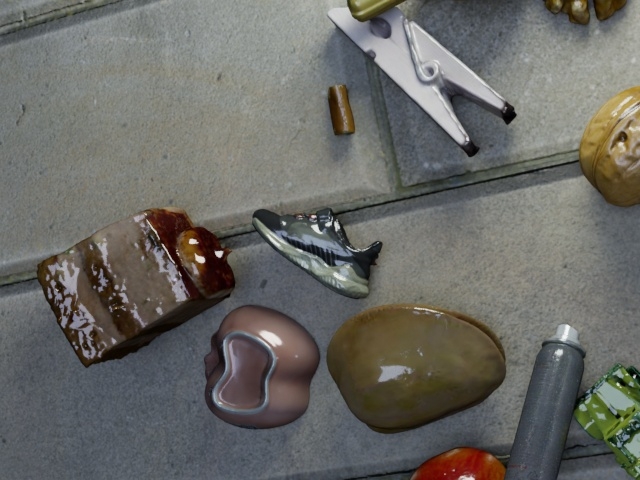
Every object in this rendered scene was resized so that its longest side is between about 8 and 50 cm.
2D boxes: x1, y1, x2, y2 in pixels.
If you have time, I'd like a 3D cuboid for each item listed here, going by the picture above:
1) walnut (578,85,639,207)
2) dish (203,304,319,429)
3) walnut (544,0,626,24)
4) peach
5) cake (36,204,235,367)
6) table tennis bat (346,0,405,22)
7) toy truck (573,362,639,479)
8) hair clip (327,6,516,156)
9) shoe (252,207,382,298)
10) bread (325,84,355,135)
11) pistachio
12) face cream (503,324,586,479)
[{"bbox_3d":[0.455,-0.142,1.537,0.144,0.144,0.180,41,109,13],"label":"walnut"},{"bbox_3d":[-0.114,0.214,1.726,0.213,0.090,0.213,0,91,16],"label":"dish"},{"bbox_3d":[0.394,-0.413,1.589,0.143,0.069,0.170,-9,89,17],"label":"walnut"},{"bbox_3d":[0.206,0.407,1.577,0.197,0.197,0.197,0,90,17],"label":"peach"},{"bbox_3d":[-0.282,0.053,1.721,0.293,0.196,0.199,-30,80,15],"label":"cake"},{"bbox_3d":[0.190,-0.414,1.606,0.320,0.050,0.198,-23,51,3],"label":"table tennis bat"},{"bbox_3d":[0.482,0.300,1.517,0.128,0.135,0.259,-46,66,13],"label":"toy truck"},{"bbox_3d":[0.152,-0.272,1.653,0.331,0.085,0.101,45,100,18],"label":"hair clip"},{"bbox_3d":[0.000,0.000,1.697,0.227,0.099,0.112,36,93,10],"label":"shoe"},{"bbox_3d":[0.034,-0.211,1.709,0.036,0.047,0.083,-11,88,-14],"label":"bread"},{"bbox_3d":[0.145,0.185,1.615,0.260,0.163,0.213,-23,117,13],"label":"pistachio"},{"bbox_3d":[0.332,0.256,1.553,0.073,0.073,0.284,13,65,16],"label":"face cream"}]
